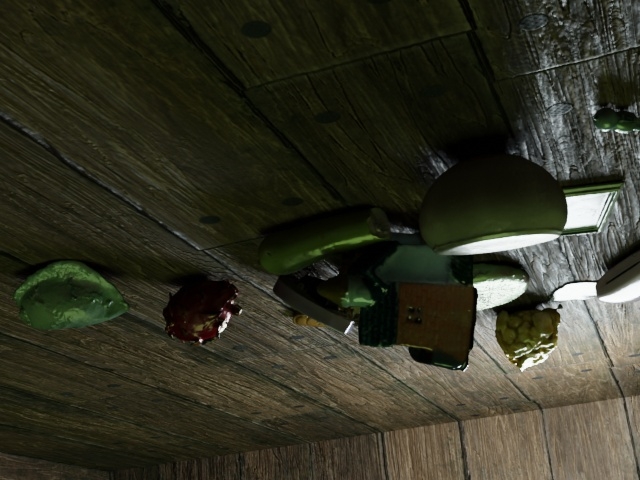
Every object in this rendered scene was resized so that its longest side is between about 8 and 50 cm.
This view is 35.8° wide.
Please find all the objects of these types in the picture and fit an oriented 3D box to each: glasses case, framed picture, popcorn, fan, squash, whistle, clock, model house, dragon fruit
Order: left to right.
[{"bbox_3d":[-0.236,0.138,2.000,0.166,0.136,0.133,-37,-175,8],"label":"dragon fruit"},{"bbox_3d":[0.000,0.000,1.753,0.250,0.083,0.083,-18,156,22],"label":"squash"},{"bbox_3d":[0.009,0.122,2.005,0.198,0.064,0.172,19,-168,-46],"label":"clock"},{"bbox_3d":[0.124,0.090,1.772,0.291,0.253,0.184,8,177,-20],"label":"model house"},{"bbox_3d":[0.499,0.238,2.409,0.164,0.140,0.194,-3,158,-19],"label":"popcorn"},{"bbox_3d":[0.390,-0.041,1.811,0.293,0.018,0.231,-7,159,4],"label":"framed picture"},{"bbox_3d":[0.645,0.118,2.300,0.220,0.009,0.132,0,159,-12],"label":"fan"},{"bbox_3d":[0.438,-0.174,1.450,0.100,0.035,0.035,4,158,-25],"label":"whistle"},{"bbox_3d":[0.686,0.069,2.090,0.113,0.075,0.297,2,157,-15],"label":"glasses case"}]

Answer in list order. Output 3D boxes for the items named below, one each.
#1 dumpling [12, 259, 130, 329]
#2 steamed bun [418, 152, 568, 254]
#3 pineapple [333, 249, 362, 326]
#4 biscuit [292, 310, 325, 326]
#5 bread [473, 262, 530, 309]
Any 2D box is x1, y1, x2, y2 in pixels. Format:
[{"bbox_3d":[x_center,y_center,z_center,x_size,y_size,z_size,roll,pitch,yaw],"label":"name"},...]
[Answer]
[{"bbox_3d":[-0.474,0.110,1.884,0.217,0.104,0.149,-1,159,-9],"label":"dumpling"},{"bbox_3d":[0.266,-0.061,1.552,0.232,0.145,0.232,-8,173,-1],"label":"steamed bun"},{"bbox_3d":[0.089,0.086,1.937,0.176,0.161,0.137,29,178,-34],"label":"pineapple"},{"bbox_3d":[0.006,0.181,2.299,0.140,0.023,0.118,-7,159,2],"label":"biscuit"},{"bbox_3d":[0.309,0.113,2.165,0.302,0.045,0.301,-3,161,-1],"label":"bread"}]
